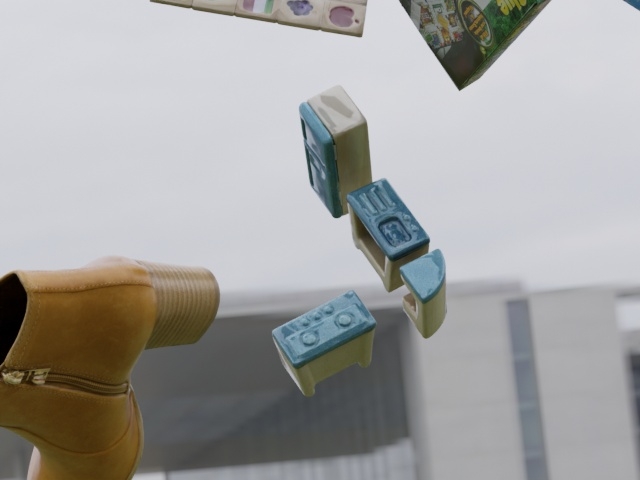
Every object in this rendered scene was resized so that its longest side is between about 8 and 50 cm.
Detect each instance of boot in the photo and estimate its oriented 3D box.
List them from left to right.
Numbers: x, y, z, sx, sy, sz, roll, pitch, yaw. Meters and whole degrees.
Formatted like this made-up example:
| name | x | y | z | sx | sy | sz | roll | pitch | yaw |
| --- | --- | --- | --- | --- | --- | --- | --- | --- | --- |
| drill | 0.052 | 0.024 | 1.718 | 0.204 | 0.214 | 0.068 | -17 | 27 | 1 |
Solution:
| name | x | y | z | sx | sy | sz | roll | pitch | yaw |
| --- | --- | --- | --- | --- | --- | --- | --- | --- | --- |
| boot | -0.220 | 0.120 | 1.485 | 0.211 | 0.104 | 0.295 | -2 | -44 | -46 |

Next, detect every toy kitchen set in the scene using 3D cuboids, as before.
| name | x | y | z | sx | sy | sz | roll | pitch | yaw |
| --- | --- | --- | --- | --- | --- | --- | --- | --- | --- |
| toy kitchen set | 0.000 | 0.000 | 1.722 | 0.166 | 0.207 | 0.122 | -26 | -34 | -14 |

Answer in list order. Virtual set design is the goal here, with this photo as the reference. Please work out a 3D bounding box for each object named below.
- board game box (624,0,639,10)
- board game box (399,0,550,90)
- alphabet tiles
| name | x | y | z | sx | sy | sz | roll | pitch | yaw |
| --- | --- | --- | --- | --- | --- | --- | --- | --- | --- |
| board game box | 0.225 | -0.239 | 1.120 | 0.160 | 0.039 | 0.211 | -47 | -23 | -10 |
| board game box | 0.123 | -0.222 | 1.685 | 0.030 | 0.136 | 0.259 | -29 | -4 | -15 |
| alphabet tiles | -0.045 | -0.288 | 1.878 | 0.198 | 0.237 | 0.009 | 9 | -43 | 0 |
